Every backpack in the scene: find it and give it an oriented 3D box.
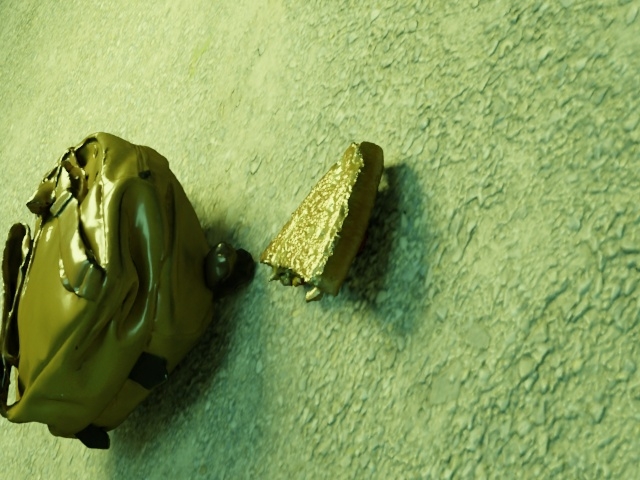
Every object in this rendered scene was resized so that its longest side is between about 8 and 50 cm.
[{"bbox_3d":[-0.259,0.046,1.593,0.353,0.201,0.378,-40,41,39],"label":"backpack"}]

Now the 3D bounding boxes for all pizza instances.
[{"bbox_3d":[0.000,0.000,1.359,0.199,0.062,0.188,-28,34,55],"label":"pizza"}]
